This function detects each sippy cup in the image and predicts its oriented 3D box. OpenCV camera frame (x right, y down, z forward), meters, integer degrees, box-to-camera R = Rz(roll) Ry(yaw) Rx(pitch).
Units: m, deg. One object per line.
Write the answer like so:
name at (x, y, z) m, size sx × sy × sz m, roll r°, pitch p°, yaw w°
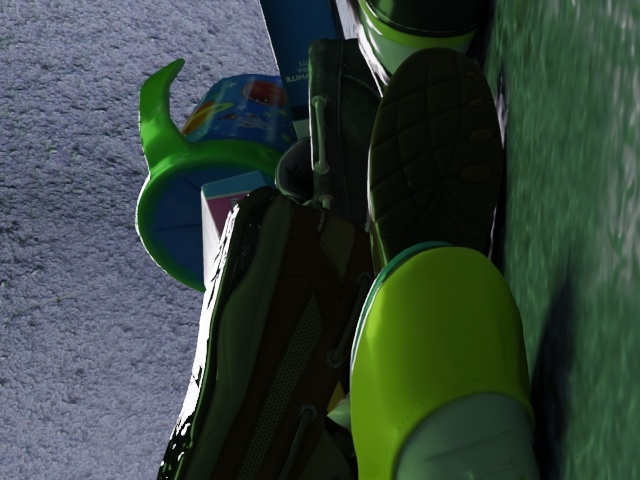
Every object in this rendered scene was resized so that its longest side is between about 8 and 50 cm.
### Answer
sippy cup at (-0.091, -0.083, 1.416) m, size 0.224 × 0.240 × 0.305 m, roll -80°, pitch -8°, yaw -47°

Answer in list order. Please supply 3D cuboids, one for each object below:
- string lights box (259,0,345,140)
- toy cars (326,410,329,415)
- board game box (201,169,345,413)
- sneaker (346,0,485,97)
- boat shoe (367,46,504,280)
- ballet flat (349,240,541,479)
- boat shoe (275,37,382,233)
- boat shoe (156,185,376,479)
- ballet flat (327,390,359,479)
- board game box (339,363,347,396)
string lights box at (-0.019, -0.247, 1.290) m, size 0.133 × 0.076 × 0.260 m, roll -92°, pitch -12°, yaw -54°
toy cars at (-0.032, 0.277, 0.928) m, size 0.176 × 0.087 × 0.394 m, roll -64°, pitch -31°, yaw -63°
board game box at (-0.045, 0.122, 1.175) m, size 0.242 × 0.064 × 0.317 m, roll 101°, pitch 150°, yaw -65°
sneaker at (0.043, -0.149, 0.684) m, size 0.235 × 0.084 × 0.097 m, roll -91°, pitch 4°, yaw -54°
boat shoe at (0.051, -0.003, 0.551) m, size 0.060 × 0.064 × 0.178 m, roll 119°, pitch 152°, yaw -78°
ballet flat at (0.054, 0.109, 0.453) m, size 0.077 × 0.077 × 0.231 m, roll -124°, pitch 29°, yaw -48°
boat shoe at (0.014, -0.043, 0.910) m, size 0.301 × 0.102 × 0.108 m, roll 98°, pitch 174°, yaw -56°
boat shoe at (-0.035, 0.132, 0.739) m, size 0.122 × 0.119 × 0.324 m, roll -135°, pitch 59°, yaw -78°
ballet flat at (0.018, 0.186, 0.809) m, size 0.077 × 0.079 × 0.222 m, roll 120°, pitch 156°, yaw -57°
board game box at (-0.047, 0.228, 1.393) m, size 0.232 × 0.141 × 0.291 m, roll 100°, pitch 173°, yaw -66°
